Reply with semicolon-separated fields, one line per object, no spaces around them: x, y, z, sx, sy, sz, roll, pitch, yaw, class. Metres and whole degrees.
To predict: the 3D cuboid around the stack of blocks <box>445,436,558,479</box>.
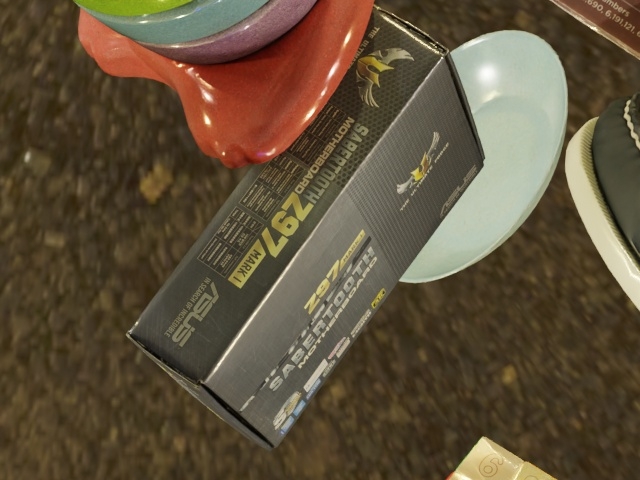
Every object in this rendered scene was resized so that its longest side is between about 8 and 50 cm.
0.227;0.308;1.584;0.297;0.171;0.087;31;59;22;stack of blocks

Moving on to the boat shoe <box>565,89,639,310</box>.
0.220;0.032;0.697;0.127;0.340;0.113;0;130;-34;boat shoe

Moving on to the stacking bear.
-0.097;-0.191;0.950;0.164;0.175;0.289;-49;144;-3;stacking bear

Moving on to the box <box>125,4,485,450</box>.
0.000;0.000;1.114;0.059;0.183;0.232;33;81;20;box

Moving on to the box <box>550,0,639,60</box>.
0.263;-0.208;1.209;0.167;0.168;0.203;34;112;0;box

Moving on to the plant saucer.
0.106;-0.052;1.328;0.037;0.195;0.195;30;99;-33;plant saucer
